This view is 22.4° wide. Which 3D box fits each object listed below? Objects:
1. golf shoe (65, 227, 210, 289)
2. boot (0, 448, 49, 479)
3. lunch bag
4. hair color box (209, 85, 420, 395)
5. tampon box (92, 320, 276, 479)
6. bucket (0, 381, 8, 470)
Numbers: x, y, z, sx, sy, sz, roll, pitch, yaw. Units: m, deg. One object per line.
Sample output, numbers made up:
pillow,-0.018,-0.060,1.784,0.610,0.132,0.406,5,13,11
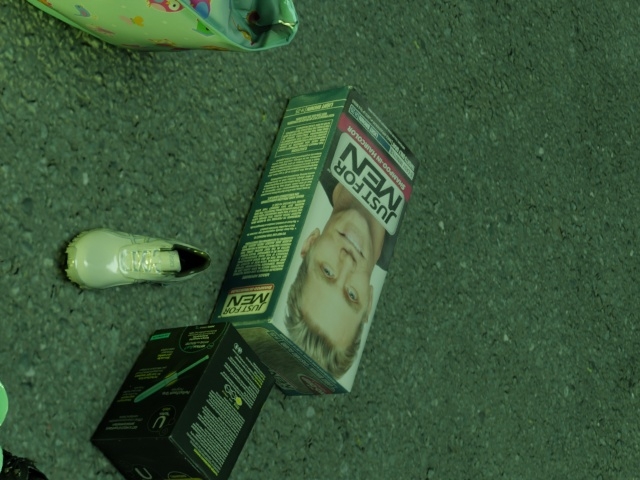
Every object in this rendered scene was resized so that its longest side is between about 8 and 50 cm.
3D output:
golf shoe,-0.195,0.018,1.754,0.176,0.086,0.069,-3,88,-51
boot,-0.319,0.192,1.524,0.077,0.137,0.198,-33,110,-49
lunch bag,-0.173,-0.284,1.717,0.262,0.223,0.160,34,66,-44
hair color box,0.000,0.000,1.990,0.174,0.105,0.347,44,53,-39
tampon box,-0.146,0.185,1.759,0.101,0.120,0.161,54,47,-31
bucket,-0.425,0.145,1.359,0.281,0.183,0.281,12,75,-50
